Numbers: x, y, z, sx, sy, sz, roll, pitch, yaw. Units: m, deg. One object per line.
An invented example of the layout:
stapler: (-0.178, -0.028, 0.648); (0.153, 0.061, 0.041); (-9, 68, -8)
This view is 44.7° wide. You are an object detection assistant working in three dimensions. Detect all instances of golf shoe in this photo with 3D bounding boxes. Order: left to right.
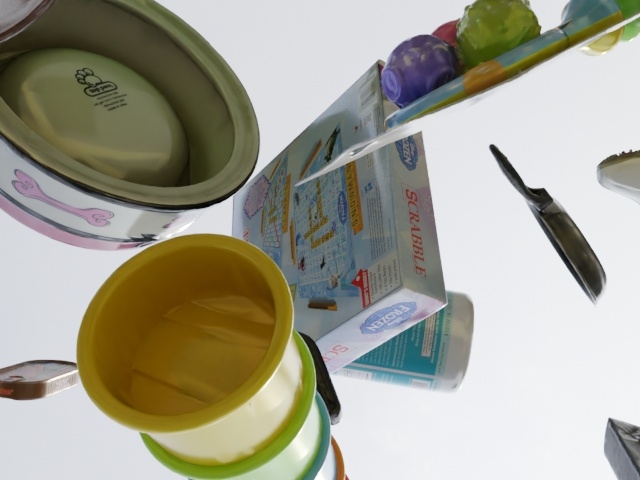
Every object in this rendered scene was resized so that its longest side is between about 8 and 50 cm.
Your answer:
golf shoe: (0.378, -0.041, 0.811); (0.186, 0.067, 0.086); (15, -108, -1)

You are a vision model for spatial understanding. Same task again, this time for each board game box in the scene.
board game box: (0.000, 0.000, 0.926); (0.066, 0.318, 0.318); (24, -132, -31)

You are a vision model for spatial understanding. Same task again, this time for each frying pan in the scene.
frying pan: (0.324, -0.042, 1.121); (0.326, 0.053, 0.197); (54, -168, -18)

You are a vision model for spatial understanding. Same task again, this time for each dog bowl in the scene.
dog bowl: (-0.289, -0.163, 1.019); (0.408, 0.150, 0.408); (24, -138, -24)

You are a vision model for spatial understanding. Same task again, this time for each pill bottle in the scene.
pill bottle: (0.076, 0.126, 1.101); (0.264, 0.146, 0.146); (9, -126, 4)

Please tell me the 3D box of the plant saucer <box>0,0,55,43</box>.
plant saucer: (-0.204, -0.169, 0.459); (0.168, 0.168, 0.029); (-35, -105, -34)

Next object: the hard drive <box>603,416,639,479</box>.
hard drive: (0.440, 0.288, 0.840); (0.255, 0.054, 0.172); (20, -163, -3)

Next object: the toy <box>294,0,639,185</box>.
toy: (0.097, -0.110, 0.454); (0.237, 0.137, 0.056); (-25, -89, -27)

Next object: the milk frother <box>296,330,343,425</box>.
milk frother: (-0.053, 0.164, 0.700); (0.129, 0.143, 0.134); (-10, -131, -21)

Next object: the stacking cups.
stacking cups: (-0.025, 0.119, 0.449); (0.096, 0.316, 0.096); (-7, -124, 10)

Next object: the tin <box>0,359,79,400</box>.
tin: (-0.481, 0.235, 1.316); (0.106, 0.190, 0.040); (1, -89, 13)
